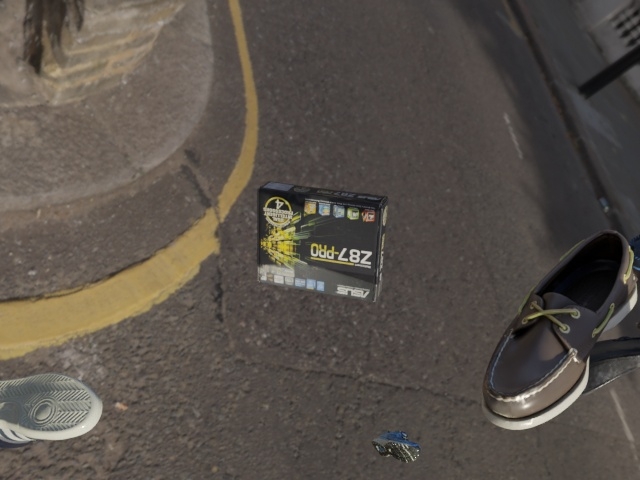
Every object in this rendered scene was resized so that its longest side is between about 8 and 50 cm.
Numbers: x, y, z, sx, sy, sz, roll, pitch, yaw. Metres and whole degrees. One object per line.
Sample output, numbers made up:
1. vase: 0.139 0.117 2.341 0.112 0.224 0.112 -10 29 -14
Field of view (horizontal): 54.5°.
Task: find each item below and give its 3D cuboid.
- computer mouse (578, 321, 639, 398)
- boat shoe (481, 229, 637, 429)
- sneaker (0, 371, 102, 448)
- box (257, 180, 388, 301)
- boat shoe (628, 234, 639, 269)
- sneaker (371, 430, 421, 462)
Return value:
1. computer mouse: 0.564 0.223 1.221 0.072 0.272 0.188 60 8 4
2. boat shoe: 0.304 0.102 0.785 0.324 0.116 0.097 -36 125 -31
3. sneaker: -0.569 0.353 1.246 0.148 0.350 0.131 67 29 -46
4. box: 0.000 0.000 1.908 0.395 0.318 0.097 9 23 16
5. boat shoe: 0.686 -0.019 1.119 0.089 0.258 0.109 52 22 -56
6. sneaker: 0.198 0.507 1.569 0.073 0.162 0.063 -37 103 -30
